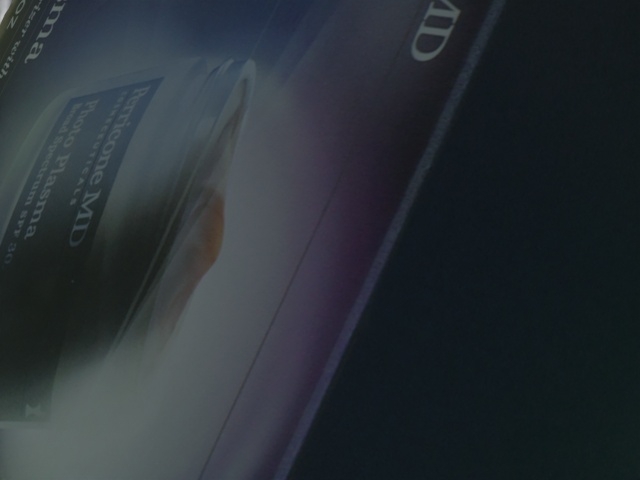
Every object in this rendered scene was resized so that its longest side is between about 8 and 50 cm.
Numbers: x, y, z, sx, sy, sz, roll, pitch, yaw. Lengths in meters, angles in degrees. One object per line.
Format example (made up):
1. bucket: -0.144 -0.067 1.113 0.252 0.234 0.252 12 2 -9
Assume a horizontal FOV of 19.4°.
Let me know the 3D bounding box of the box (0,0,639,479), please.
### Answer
1. box: 0.000 0.000 0.657 0.183 0.296 0.294 32 167 -36
